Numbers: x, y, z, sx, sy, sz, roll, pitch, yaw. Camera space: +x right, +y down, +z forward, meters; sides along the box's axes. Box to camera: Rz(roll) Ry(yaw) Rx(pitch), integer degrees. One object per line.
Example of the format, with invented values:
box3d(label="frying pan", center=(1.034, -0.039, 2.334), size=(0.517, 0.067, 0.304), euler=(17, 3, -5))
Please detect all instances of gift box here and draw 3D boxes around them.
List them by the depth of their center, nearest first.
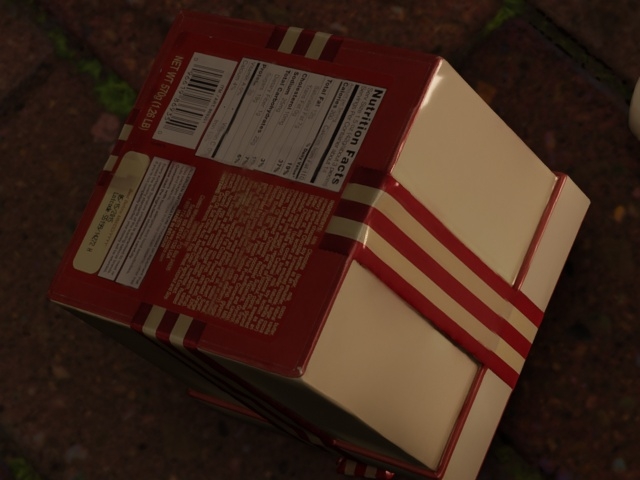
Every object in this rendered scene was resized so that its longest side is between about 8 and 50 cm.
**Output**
box3d(label="gift box", center=(0.000, 0.000, 1.332), size=(0.276, 0.258, 0.255), euler=(21, 78, 39))

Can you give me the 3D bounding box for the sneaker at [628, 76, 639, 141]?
box3d(label="sneaker", center=(0.380, -0.156, 1.368), size=(0.350, 0.131, 0.148), euler=(-45, 74, 2))
